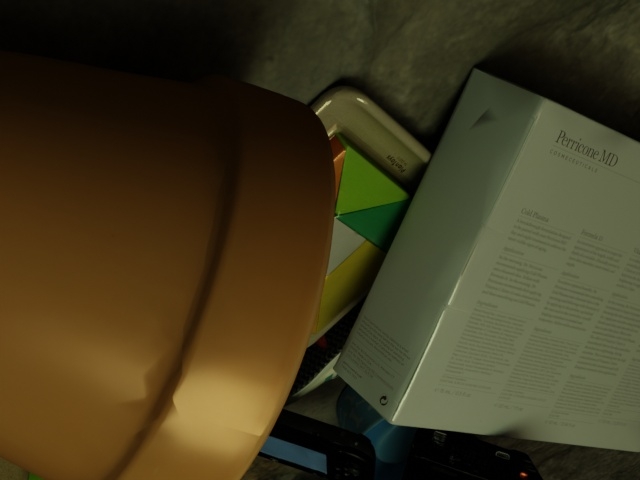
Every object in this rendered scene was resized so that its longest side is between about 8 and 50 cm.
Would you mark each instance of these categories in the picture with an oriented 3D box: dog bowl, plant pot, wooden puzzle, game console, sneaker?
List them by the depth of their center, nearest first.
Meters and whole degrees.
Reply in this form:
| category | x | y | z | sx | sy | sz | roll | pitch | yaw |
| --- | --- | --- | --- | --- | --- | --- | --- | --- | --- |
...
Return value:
| category | x | y | z | sx | sy | sz | roll | pitch | yaw |
| --- | --- | --- | --- | --- | --- | --- | --- | --- | --- |
| plant pot | -0.151 | 0.013 | 0.614 | 0.204 | 0.291 | 0.291 | 21 | 122 | -25 |
| wooden puzzle | 0.000 | 0.000 | 0.857 | 0.239 | 0.044 | 0.221 | -40 | 141 | 15 |
| game console | 0.032 | 0.219 | 0.957 | 0.361 | 0.044 | 0.213 | 17 | 144 | 10 |
| sneaker | 0.013 | 0.120 | 0.989 | 0.161 | 0.057 | 0.075 | -40 | 135 | 11 |
| dog bowl | 0.150 | 0.160 | 1.107 | 0.297 | 0.074 | 0.166 | -28 | 142 | -1 |

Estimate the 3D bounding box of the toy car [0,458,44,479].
| category | x | y | z | sx | sy | sz | roll | pitch | yaw |
| --- | --- | --- | --- | --- | --- | --- | --- | --- | --- |
| toy car | -0.233 | 0.144 | 0.720 | 0.149 | 0.188 | 0.155 | -33 | 109 | 6 |

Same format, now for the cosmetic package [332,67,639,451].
| category | x | y | z | sx | sy | sz | roll | pitch | yaw |
| --- | --- | --- | --- | --- | --- | --- | --- | --- | --- |
| cosmetic package | 0.226 | 0.039 | 0.922 | 0.377 | 0.097 | 0.284 | 15 | 106 | -40 |
